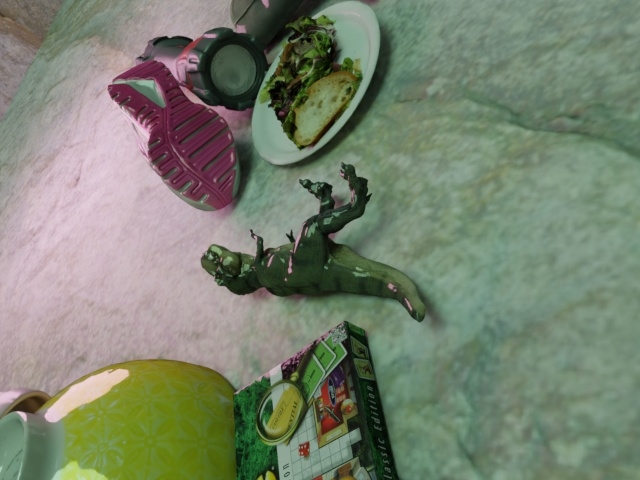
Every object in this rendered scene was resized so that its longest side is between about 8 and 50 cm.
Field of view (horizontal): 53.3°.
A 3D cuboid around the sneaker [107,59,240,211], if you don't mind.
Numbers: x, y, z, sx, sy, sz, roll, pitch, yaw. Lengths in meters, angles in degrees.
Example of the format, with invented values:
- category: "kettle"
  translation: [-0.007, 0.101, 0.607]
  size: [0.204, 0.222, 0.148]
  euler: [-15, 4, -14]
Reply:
- category: "sneaker"
  translation: [-0.171, -0.120, 0.807]
  size: [0.103, 0.111, 0.252]
  euler: [-31, 57, -10]

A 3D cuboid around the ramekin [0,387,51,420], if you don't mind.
- category: "ramekin"
  translation: [-0.358, 0.250, 0.644]
  size: [0.109, 0.207, 0.207]
  euler: [6, 61, 3]

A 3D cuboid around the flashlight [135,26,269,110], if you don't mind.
- category: "flashlight"
  translation: [-0.168, -0.248, 0.896]
  size: [0.103, 0.103, 0.304]
  euler: [-54, 31, -1]

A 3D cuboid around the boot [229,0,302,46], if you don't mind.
- category: "boot"
  translation: [-0.030, -0.310, 0.793]
  size: [0.209, 0.076, 0.189]
  euler: [-34, 51, 31]

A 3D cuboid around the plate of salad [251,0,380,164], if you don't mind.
- category: "plate of salad"
  translation: [-0.018, -0.177, 0.695]
  size: [0.200, 0.048, 0.199]
  euler: [-26, 52, 39]

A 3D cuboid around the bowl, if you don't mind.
- category: "bowl"
  translation: [-0.211, 0.225, 0.549]
  size: [0.290, 0.156, 0.289]
  euler: [-28, 46, 34]

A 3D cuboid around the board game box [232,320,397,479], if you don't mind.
- category: "board game box"
  translation: [-0.003, 0.195, 0.439]
  size: [0.136, 0.030, 0.259]
  euler: [-39, 40, 27]

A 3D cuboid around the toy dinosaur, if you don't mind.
- category: "toy dinosaur"
  translation: [0.000, 0.000, 0.552]
  size: [0.268, 0.064, 0.118]
  euler: [2, 73, 47]
